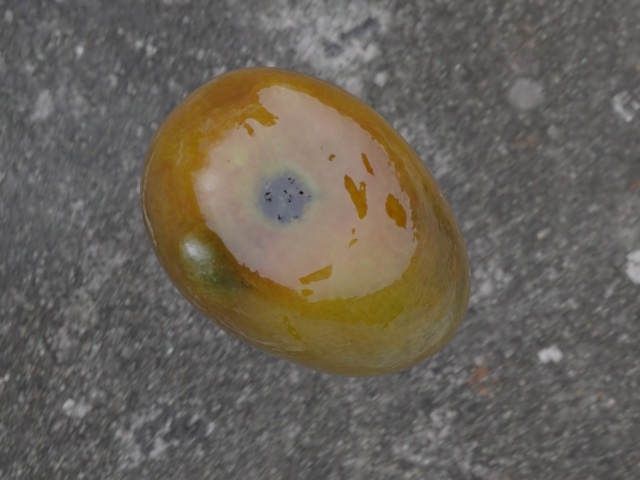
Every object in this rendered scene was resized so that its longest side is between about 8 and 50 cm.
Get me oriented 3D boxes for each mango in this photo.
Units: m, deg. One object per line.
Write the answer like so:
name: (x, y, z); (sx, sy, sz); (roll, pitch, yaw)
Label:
mango: (0.000, 0.000, 1.006); (0.211, 0.317, 0.173); (34, 87, 26)
